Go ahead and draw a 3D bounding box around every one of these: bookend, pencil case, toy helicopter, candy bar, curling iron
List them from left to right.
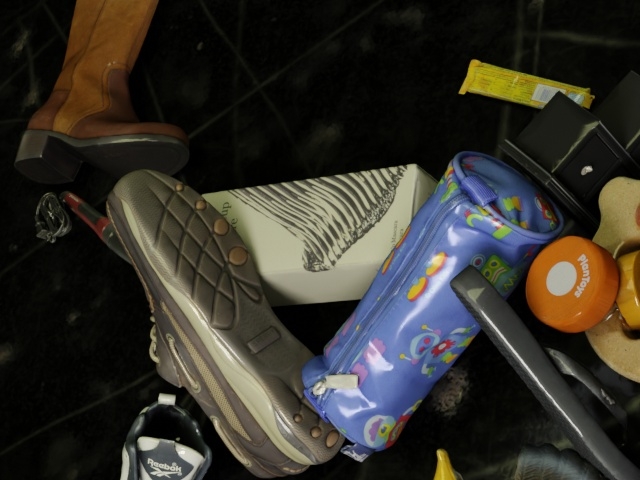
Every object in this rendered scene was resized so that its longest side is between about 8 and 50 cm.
[{"bbox_3d":[-0.255,0.004,1.810,0.274,0.035,0.068,26,88,41],"label":"curling iron"},{"bbox_3d":[0.095,0.061,1.431,0.119,0.133,0.306,48,115,28],"label":"pencil case"},{"bbox_3d":[0.212,-0.156,1.580,0.161,0.018,0.040,20,83,39],"label":"candy bar"},{"bbox_3d":[0.272,-0.096,1.420,0.157,0.156,0.072,-48,50,3],"label":"bookend"},{"bbox_3d":[0.348,-0.039,1.309,0.235,0.140,0.355,17,83,50],"label":"toy helicopter"}]

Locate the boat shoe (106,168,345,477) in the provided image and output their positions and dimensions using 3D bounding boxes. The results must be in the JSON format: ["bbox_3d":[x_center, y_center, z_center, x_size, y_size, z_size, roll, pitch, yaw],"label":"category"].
[{"bbox_3d":[-0.120,0.094,1.539,0.130,0.132,0.355,-39,80,33],"label":"boat shoe"}]

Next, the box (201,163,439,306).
[{"bbox_3d":[0.000,0.000,1.598,0.275,0.094,0.113,-8,64,31],"label":"box"}]

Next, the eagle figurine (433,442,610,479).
[{"bbox_3d":[0.126,0.283,1.279,0.226,0.298,0.225,25,96,24],"label":"eagle figurine"}]

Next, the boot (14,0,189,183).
[{"bbox_3d":[-0.237,-0.205,1.891,0.264,0.096,0.280,-6,57,41],"label":"boot"}]

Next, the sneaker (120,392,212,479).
[{"bbox_3d":[-0.164,0.263,1.534,0.094,0.153,0.235,11,61,-3],"label":"sneaker"}]

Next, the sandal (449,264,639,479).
[{"bbox_3d":[0.212,0.119,1.318,0.054,0.254,0.097,-39,7,-3],"label":"sandal"}]
